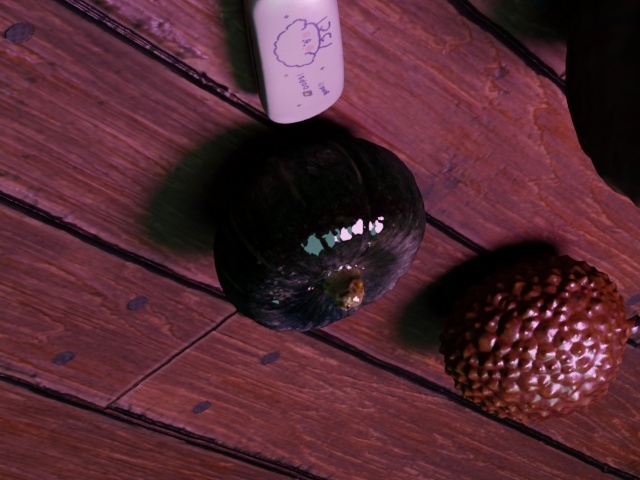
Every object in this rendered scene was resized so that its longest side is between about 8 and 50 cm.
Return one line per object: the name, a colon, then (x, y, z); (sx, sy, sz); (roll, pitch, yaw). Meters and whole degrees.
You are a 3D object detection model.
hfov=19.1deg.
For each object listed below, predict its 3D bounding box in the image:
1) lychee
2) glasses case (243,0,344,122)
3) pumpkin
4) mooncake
lychee: (0.250, 0.110, 2.115); (0.238, 0.200, 0.200); (-2, 144, -18)
glasses case: (-0.021, -0.165, 1.604); (0.076, 0.049, 0.197); (-21, 150, -9)
pumpkin: (0.001, -0.002, 1.775); (0.211, 0.152, 0.211); (-28, 145, -23)
mooncake: (0.344, -0.157, 1.673); (0.161, 0.290, 0.290); (1, 141, -38)
